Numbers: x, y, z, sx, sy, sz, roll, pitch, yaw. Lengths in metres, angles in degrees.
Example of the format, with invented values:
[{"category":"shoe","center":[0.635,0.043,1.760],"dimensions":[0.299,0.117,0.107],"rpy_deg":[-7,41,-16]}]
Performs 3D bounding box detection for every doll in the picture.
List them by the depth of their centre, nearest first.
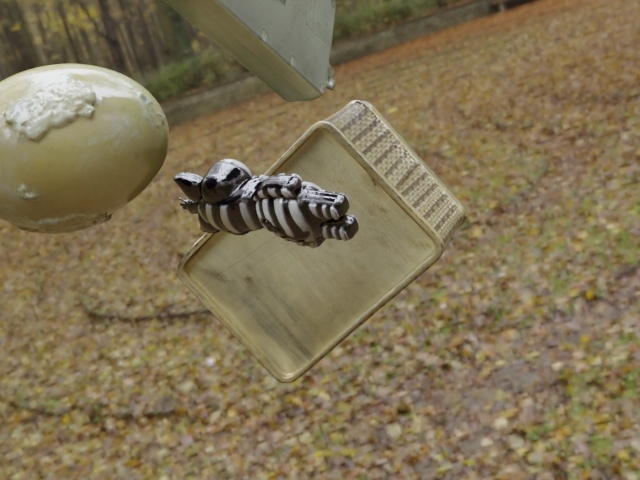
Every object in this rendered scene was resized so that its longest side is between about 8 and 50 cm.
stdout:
[{"category":"doll","center":[-0.060,-0.037,0.994],"dimensions":[0.219,0.091,0.067],"rpy_deg":[7,52,34]}]

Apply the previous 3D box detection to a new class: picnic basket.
[{"category":"picnic basket","center":[0.000,0.000,1.242],"dimensions":[0.313,0.228,0.175],"rpy_deg":[-43,0,25]}]

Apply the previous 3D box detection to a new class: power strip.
[{"category":"power strip","center":[-0.060,-0.226,0.882],"dimensions":[0.046,0.117,0.270],"rpy_deg":[-2,-17,29]}]

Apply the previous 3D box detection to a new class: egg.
[{"category":"egg","center":[-0.245,-0.088,0.921],"dimensions":[0.202,0.164,0.164],"rpy_deg":[-16,13,-5]}]
